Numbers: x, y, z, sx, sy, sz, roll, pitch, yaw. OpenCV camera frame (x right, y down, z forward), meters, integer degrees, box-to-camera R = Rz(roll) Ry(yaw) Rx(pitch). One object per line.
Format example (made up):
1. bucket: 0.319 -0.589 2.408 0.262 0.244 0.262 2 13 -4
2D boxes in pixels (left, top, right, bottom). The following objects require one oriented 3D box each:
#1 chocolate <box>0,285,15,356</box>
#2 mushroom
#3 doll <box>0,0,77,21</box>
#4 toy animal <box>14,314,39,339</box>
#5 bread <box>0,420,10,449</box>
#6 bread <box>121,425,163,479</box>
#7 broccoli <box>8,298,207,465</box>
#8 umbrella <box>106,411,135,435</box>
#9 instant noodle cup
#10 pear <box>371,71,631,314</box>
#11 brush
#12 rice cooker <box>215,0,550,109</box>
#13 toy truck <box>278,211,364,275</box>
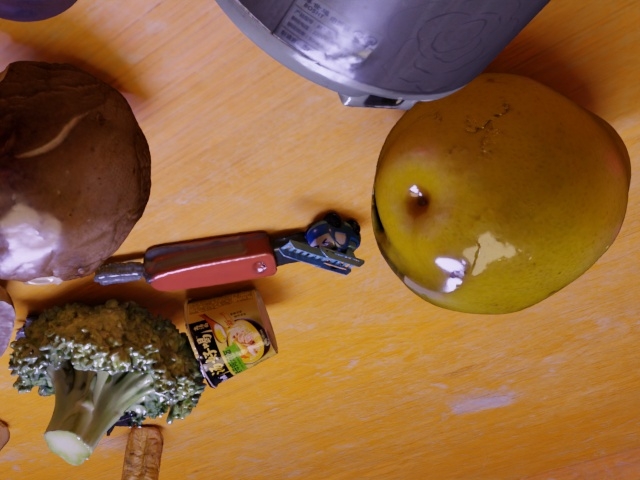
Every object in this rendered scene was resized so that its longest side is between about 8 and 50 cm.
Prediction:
1. chocolate: -0.582 0.096 1.206 0.253 0.080 0.157 8 132 -28
2. mushroom: -0.339 -0.101 0.886 0.301 0.233 0.208 32 143 17
3. doll: -0.223 -0.239 0.706 0.145 0.096 0.188 -10 179 35
4. toy animal: -0.475 0.148 1.369 0.050 0.028 0.084 22 140 -23
5. bread: -0.752 0.459 1.665 0.183 0.211 0.224 -19 144 6
6. bread: -0.410 0.528 1.868 0.083 0.211 0.114 15 146 -15
7. broccoli: -0.344 0.203 1.310 0.287 0.236 0.260 -13 -175 21
8. umbrella: -0.440 0.349 1.673 0.118 0.118 0.340 11 152 -29
9. instant noodle cup: -0.143 0.151 1.349 0.122 0.152 0.151 -18 150 -1
10. pear: 0.217 -0.049 0.945 0.336 0.285 0.285 4 148 -23
11. brush: -0.174 0.036 1.221 0.323 0.051 0.070 -8 153 1
12. rice cooker: 0.064 -0.260 0.538 0.288 0.289 0.277 9 148 -27
13. toy truck: 0.000 0.000 1.176 0.136 0.074 0.063 17 142 -35
